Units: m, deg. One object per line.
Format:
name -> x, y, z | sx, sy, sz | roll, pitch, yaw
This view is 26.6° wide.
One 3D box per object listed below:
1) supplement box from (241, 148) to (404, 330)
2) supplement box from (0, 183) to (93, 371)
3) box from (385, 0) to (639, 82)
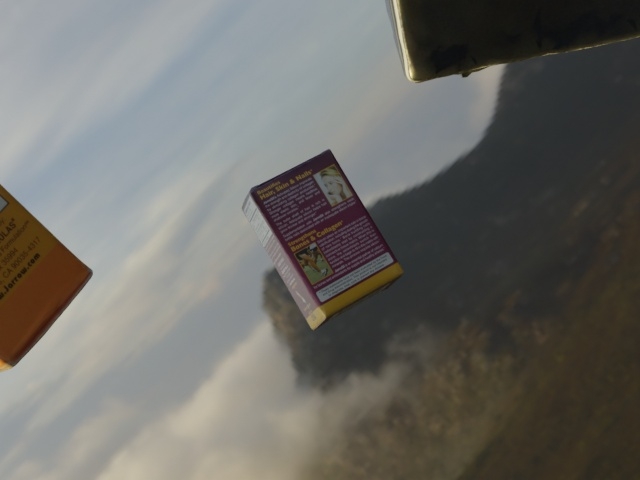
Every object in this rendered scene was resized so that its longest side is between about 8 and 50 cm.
supplement box -> 0.000, 0.000, 0.762 | 0.055, 0.083, 0.043 | -28, -7, -16
supplement box -> -0.231, -0.031, 0.684 | 0.078, 0.233, 0.080 | -26, 24, 53
box -> 0.229, -0.398, 0.809 | 0.472, 0.480, 0.297 | -10, 27, 4
